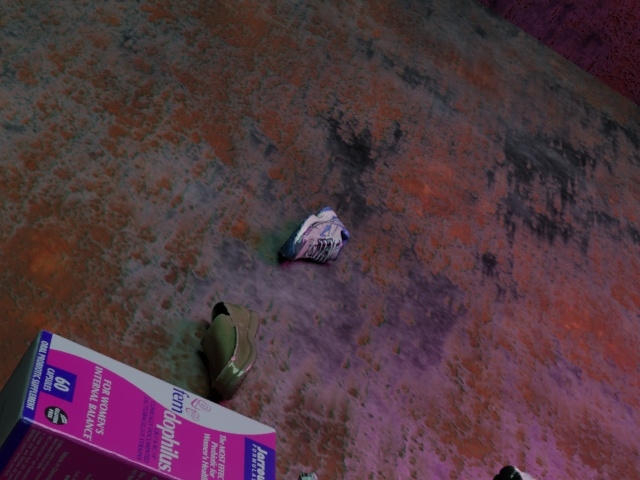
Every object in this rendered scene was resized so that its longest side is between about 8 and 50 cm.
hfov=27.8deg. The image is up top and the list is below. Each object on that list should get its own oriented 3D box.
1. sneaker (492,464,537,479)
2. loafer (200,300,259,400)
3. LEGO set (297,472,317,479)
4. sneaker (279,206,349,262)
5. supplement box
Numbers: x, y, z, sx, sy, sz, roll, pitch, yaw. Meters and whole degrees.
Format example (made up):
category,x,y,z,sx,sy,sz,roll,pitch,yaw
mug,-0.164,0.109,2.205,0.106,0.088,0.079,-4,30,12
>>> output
category,x,y,z,sx,sy,sz,roll,pitch,yaw
sneaker,0.240,0.315,1.296,0.094,0.081,0.208,24,30,-25
loafer,-0.094,0.108,1.284,0.050,0.056,0.148,28,19,-11
LEGO set,0.058,0.310,0.934,0.255,0.192,0.331,7,38,-14
sneaker,0.000,0.000,1.552,0.058,0.052,0.135,43,29,6
supplement box,-0.155,0.182,1.039,0.220,0.114,0.111,27,28,-19
